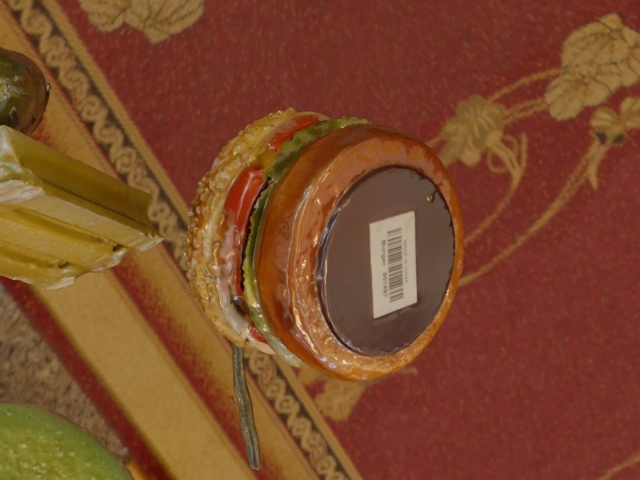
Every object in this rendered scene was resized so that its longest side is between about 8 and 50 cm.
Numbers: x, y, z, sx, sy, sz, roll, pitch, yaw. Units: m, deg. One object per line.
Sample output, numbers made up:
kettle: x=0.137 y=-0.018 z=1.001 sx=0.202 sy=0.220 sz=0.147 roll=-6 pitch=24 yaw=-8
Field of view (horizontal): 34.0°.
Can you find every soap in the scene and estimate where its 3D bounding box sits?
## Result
soap: x=-0.368 y=-0.031 z=1.351 sx=0.199 sy=0.091 sz=0.315 roll=-25 pitch=157 yaw=18

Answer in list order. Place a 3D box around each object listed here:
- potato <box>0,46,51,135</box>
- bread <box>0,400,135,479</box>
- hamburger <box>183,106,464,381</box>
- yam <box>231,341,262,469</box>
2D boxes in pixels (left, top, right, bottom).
potato: x=-0.446 y=-0.177 z=1.397 sx=0.176 sy=0.298 sz=0.141 roll=-31 pitch=96 yaw=-9
bread: x=-0.245 y=0.250 z=0.748 sx=0.301 sy=0.301 sz=0.045 roll=24 pitch=140 yaw=-13
hamburger: x=0.000 y=0.000 z=1.304 sx=0.330 sy=0.250 sz=0.330 roll=-10 pitch=106 yaw=-41
yam: x=-0.122 y=0.247 z=1.648 sx=0.027 sy=0.029 sz=0.234 roll=-11 pitch=95 yaw=-33
